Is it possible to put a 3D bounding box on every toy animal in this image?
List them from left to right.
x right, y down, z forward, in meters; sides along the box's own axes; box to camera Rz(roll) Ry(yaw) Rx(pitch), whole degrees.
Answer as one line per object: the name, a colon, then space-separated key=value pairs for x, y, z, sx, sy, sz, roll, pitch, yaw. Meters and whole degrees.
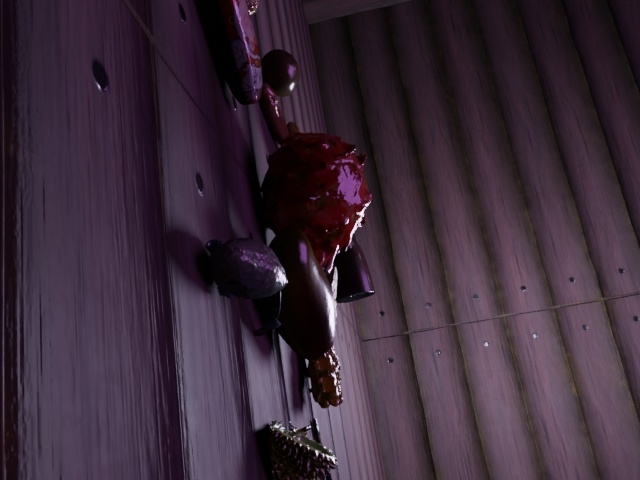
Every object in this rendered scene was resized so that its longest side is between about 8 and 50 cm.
toy animal: x=-0.080 y=0.055 z=0.795 sx=0.253 sy=0.079 sz=0.070 roll=67 pitch=14 yaw=-65

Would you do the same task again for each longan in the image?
longan: x=-0.094 y=-0.384 z=1.422 sx=0.113 sy=0.092 sz=0.113 roll=159 pitch=-90 yaw=-88

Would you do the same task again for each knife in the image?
knife: x=0.014 y=0.458 z=1.249 sx=0.045 sy=0.021 sz=0.222 roll=-48 pitch=128 yaw=-79

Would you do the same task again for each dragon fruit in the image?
dragon fruit: x=-0.010 y=-0.066 z=1.136 sx=0.210 sy=0.205 sz=0.268 roll=161 pitch=-74 yaw=-69

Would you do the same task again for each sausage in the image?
sausage: x=-0.103 y=-0.281 z=1.396 sx=0.186 sy=0.043 sz=0.043 roll=69 pitch=11 yaw=-59

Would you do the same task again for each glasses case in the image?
glasses case: x=-0.144 y=-0.345 z=0.978 sx=0.103 sy=0.067 sz=0.267 roll=-89 pitch=167 yaw=-56

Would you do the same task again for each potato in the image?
potato: x=-0.073 y=-0.277 z=1.672 sx=0.045 sy=0.046 sz=0.092 roll=11 pitch=52 yaw=-46

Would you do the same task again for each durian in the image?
durian: x=-0.029 y=0.299 z=0.882 sx=0.215 sy=0.086 sz=0.100 roll=59 pitch=7 yaw=-68

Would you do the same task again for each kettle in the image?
kettle: x=0.092 y=0.094 z=2.171 sx=0.202 sy=0.144 sz=0.232 roll=122 pitch=-42 yaw=-69

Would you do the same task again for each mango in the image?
mango: x=-0.036 y=0.086 z=0.998 sx=0.133 sy=0.111 sz=0.267 roll=-73 pitch=157 yaw=-44

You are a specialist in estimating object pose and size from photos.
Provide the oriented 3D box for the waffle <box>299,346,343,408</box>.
waffle: x=-0.020 y=0.178 z=1.247 sx=0.260 sy=0.069 sz=0.293 roll=-81 pitch=157 yaw=-80

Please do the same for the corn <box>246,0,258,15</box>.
corn: x=-0.158 y=-0.492 z=1.043 sx=0.086 sy=0.086 sz=0.253 roll=-91 pitch=170 yaw=-60

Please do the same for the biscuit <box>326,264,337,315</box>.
biscuit: x=0.020 y=0.190 z=1.558 sx=0.131 sy=0.026 sz=0.237 roll=77 pitch=18 yaw=-61
